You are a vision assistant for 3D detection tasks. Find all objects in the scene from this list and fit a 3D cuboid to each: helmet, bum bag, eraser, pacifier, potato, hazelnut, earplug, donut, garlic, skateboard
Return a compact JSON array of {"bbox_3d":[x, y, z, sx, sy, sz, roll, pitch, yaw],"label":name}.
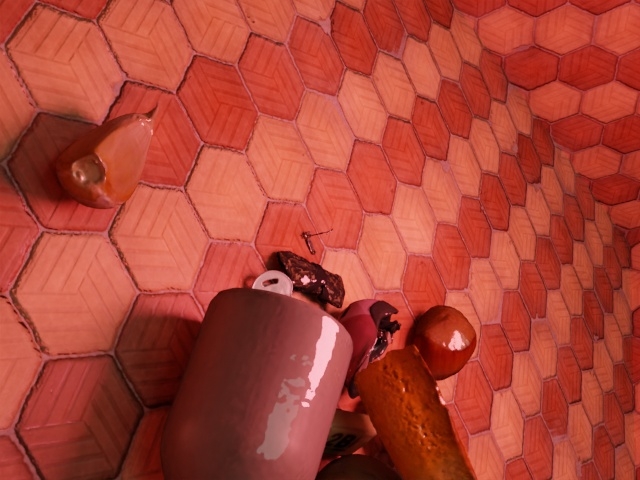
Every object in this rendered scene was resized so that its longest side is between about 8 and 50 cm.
[{"bbox_3d":[0.092,0.247,1.732,0.253,0.154,0.198,-40,149,-36],"label":"helmet"},{"bbox_3d":[-0.015,0.098,1.722,0.248,0.069,0.102,24,24,-41],"label":"bum bag"},{"bbox_3d":[0.037,0.447,1.617,0.172,0.117,0.058,24,31,-43],"label":"eraser"},{"bbox_3d":[-0.102,0.142,1.575,0.127,0.116,0.150,-7,89,-24],"label":"pacifier"},{"bbox_3d":[0.071,0.627,1.515,0.243,0.221,0.326,64,26,-23],"label":"potato"},{"bbox_3d":[0.362,0.296,2.006,0.210,0.186,0.210,36,34,-30],"label":"hazelnut"},{"bbox_3d":[-0.128,0.334,1.324,0.313,0.313,0.394,41,51,-33],"label":"earplug"},{"bbox_3d":[0.225,0.452,1.601,0.435,0.163,0.377,67,-2,-60],"label":"donut"},{"bbox_3d":[-0.392,-0.155,1.304,0.145,0.164,0.245,38,43,-12],"label":"garlic"},{"bbox_3d":[0.000,0.000,1.764,0.032,0.083,0.063,-32,103,-50],"label":"skateboard"}]

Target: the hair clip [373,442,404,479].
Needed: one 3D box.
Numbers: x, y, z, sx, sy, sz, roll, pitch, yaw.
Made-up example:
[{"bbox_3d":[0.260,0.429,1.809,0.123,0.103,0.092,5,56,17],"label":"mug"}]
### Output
[{"bbox_3d":[0.176,0.624,1.762,0.146,0.075,0.257,35,46,-40],"label":"hair clip"}]
